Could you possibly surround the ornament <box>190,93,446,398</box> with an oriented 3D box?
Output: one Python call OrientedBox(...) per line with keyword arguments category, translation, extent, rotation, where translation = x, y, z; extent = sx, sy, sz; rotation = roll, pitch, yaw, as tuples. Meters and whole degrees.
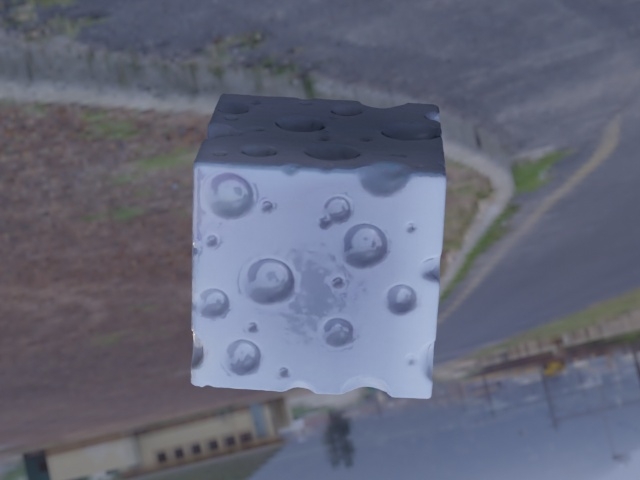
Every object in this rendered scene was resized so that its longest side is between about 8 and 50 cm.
OrientedBox(category="ornament", translation=(0.000, 0.000, 1.442), extent=(0.239, 0.240, 0.239), rotation=(3, -158, 1))
